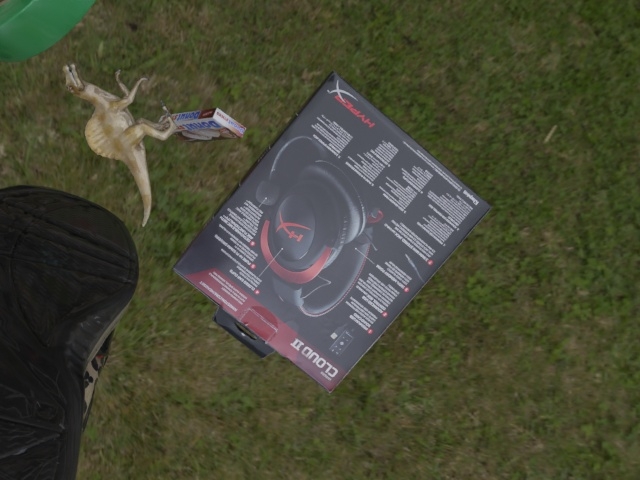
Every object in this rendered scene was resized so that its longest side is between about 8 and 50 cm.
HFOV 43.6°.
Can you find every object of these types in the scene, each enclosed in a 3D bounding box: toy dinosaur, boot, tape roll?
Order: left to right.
[{"bbox_3d":[-0.248,0.150,0.581,0.138,0.377,0.284,20,119,-21],"label":"boot"},{"bbox_3d":[-0.444,-0.431,1.224,0.077,0.321,0.321,35,69,-52],"label":"tape roll"},{"bbox_3d":[-0.202,-0.114,0.857,0.092,0.053,0.183,-30,98,-2],"label":"toy dinosaur"}]

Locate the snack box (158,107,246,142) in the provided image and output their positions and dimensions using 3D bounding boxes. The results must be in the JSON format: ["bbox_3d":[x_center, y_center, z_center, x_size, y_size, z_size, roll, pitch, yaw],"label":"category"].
[{"bbox_3d":[-0.199,-0.190,1.329,0.064,0.178,0.022,33,72,-36],"label":"snack box"}]

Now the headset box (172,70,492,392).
[{"bbox_3d":[0.000,0.000,0.865,0.218,0.110,0.293,39,97,-8],"label":"headset box"}]
